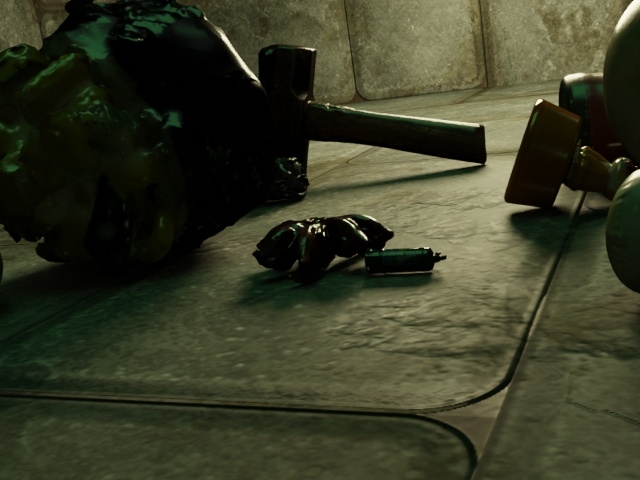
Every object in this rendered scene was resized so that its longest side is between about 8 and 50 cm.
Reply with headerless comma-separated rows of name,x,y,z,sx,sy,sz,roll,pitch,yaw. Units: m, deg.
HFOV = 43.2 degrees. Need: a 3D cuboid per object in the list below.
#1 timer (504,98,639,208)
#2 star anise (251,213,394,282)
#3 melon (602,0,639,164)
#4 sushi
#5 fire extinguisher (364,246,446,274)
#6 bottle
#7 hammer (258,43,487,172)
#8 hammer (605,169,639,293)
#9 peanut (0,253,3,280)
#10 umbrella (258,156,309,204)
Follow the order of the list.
timer,0.313,-0.087,0.967,0.152,0.132,0.132,18,20,12
star anise,-0.001,0.000,0.876,0.168,0.057,0.168,-9,15,2
melon,0.466,-0.182,0.888,0.330,0.268,0.269,-8,11,-32
sushi,-0.251,-0.104,0.977,0.329,0.327,0.285,15,38,28
fire extinguisher,0.088,0.020,0.809,0.083,0.025,0.038,-4,-9,20
bottle,0.507,-0.172,1.109,0.336,0.143,0.144,-3,14,12
hammer,0.083,-0.195,1.384,0.409,0.242,0.095,10,15,15
hammer,0.373,-0.024,0.664,0.202,0.113,0.306,6,14,37
peanut,-0.448,0.027,0.910,0.137,0.122,0.253,-27,19,-31
umbrella,-0.130,-0.087,1.314,0.224,0.080,0.071,-5,48,30
